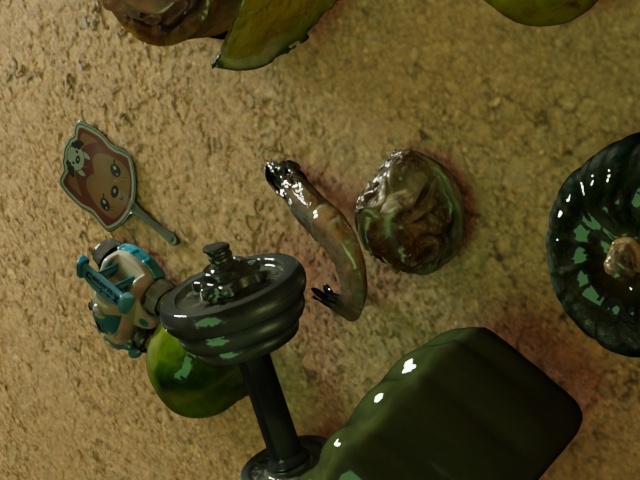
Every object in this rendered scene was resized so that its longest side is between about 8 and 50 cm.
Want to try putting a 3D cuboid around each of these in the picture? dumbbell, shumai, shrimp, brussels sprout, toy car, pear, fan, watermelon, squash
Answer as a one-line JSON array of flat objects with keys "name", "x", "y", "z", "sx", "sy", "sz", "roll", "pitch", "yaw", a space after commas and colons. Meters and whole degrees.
[{"name": "dumbbell", "x": -0.061, "y": 0.190, "z": 1.655, "sx": 0.179, "sy": 0.179, "sz": 0.406, "roll": -2, "pitch": 114, "yaw": 40}, {"name": "shumai", "x": 0.082, "y": -0.021, "z": 1.510, "sx": 0.145, "sy": 0.116, "sz": 0.146, "roll": 18, "pitch": 119, "yaw": 35}, {"name": "shrimp", "x": 0.000, "y": 0.000, "z": 1.615, "sx": 0.219, "sy": 0.046, "sz": 0.152, "roll": 53, "pitch": 158, "yaw": 37}, {"name": "brussels sprout", "x": -0.160, "y": 0.152, "z": 1.778, "sx": 0.149, "sy": 0.122, "sz": 0.152, "roll": -2, "pitch": 107, "yaw": 39}, {"name": "toy car", "x": -0.272, "y": 0.087, "z": 1.858, "sx": 0.126, "sy": 0.098, "sz": 0.161, "roll": 39, "pitch": 127, "yaw": 23}, {"name": "pear", "x": 0.204, "y": -0.252, "z": 1.318, "sx": 0.131, "sy": 0.107, "sz": 0.107, "roll": 11, "pitch": 115, "yaw": 40}, {"name": "fan", "x": -0.263, "y": -0.059, "z": 1.849, "sx": 0.220, "sy": 0.009, "sz": 0.132, "roll": 39, "pitch": 129, "yaw": 21}, {"name": "watermelon", "x": -0.030, "y": -0.310, "z": 1.470, "sx": 0.123, "sy": 0.129, "sz": 0.301, "roll": 38, "pitch": 120, "yaw": 23}, {"name": "squash", "x": 0.308, "y": 0.004, "z": 1.298, "sx": 0.218, "sy": 0.172, "sz": 0.218, "roll": -19, "pitch": 67, "yaw": 56}]

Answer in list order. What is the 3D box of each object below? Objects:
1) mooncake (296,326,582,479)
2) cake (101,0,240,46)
[{"name": "mooncake", "x": 0.103, "y": 0.247, "z": 1.454, "sx": 0.187, "sy": 0.351, "sz": 0.351, "roll": 43, "pitch": 130, "yaw": 15}, {"name": "cake", "x": -0.178, "y": -0.302, "z": 1.567, "sx": 0.185, "sy": 0.178, "sz": 0.208, "roll": -14, "pitch": 102, "yaw": 41}]
